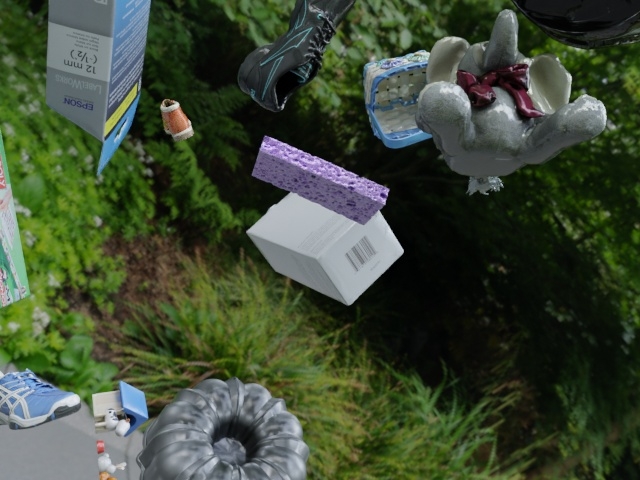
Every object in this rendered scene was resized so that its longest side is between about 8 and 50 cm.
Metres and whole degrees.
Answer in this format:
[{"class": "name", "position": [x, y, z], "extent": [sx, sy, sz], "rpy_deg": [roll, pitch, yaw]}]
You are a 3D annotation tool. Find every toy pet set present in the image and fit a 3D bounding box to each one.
[{"class": "toy pet set", "position": [-0.245, 0.244, 0.870], "extent": [0.114, 0.065, 0.122], "rpy_deg": [-116, -152, -46]}]

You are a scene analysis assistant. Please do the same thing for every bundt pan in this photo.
[{"class": "bundt pan", "position": [-0.166, 0.390, 1.302], "extent": [0.331, 0.124, 0.331], "rpy_deg": [15, 40, -13]}]

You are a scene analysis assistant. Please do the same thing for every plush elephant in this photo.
[{"class": "plush elephant", "position": [0.291, -0.245, 1.154], "extent": [0.330, 0.272, 0.255], "rpy_deg": [77, 17, -74]}]

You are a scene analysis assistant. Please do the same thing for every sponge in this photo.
[{"class": "sponge", "position": [-0.004, -0.092, 1.111], "extent": [0.210, 0.031, 0.117], "rpy_deg": [23, -18, -7]}]

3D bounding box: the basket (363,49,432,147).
[{"class": "basket", "position": [0.228, -0.337, 1.715], "extent": [0.201, 0.255, 0.289], "rpy_deg": [85, -16, -46]}]

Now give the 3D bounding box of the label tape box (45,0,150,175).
[{"class": "label tape box", "position": [-0.388, -0.328, 1.232], "extent": [0.115, 0.347, 0.249], "rpy_deg": [15, 32, -6]}]

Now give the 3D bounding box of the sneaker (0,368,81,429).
[{"class": "sneaker", "position": [-0.457, 0.242, 1.079], "extent": [0.080, 0.211, 0.081], "rpy_deg": [-3, 87, -63]}]

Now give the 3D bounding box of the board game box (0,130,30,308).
[{"class": "board game box", "position": [-0.530, -0.044, 1.031], "extent": [0.213, 0.046, 0.317], "rpy_deg": [-51, 135, -79]}]

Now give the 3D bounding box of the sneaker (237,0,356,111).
[{"class": "sneaker", "position": [-0.021, -0.330, 1.191], "extent": [0.101, 0.267, 0.106], "rpy_deg": [26, 21, -53]}]

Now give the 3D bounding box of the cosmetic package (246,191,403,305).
[{"class": "cosmetic package", "position": [0.000, 0.000, 1.690], "extent": [0.155, 0.197, 0.365], "rpy_deg": [55, -17, -26]}]

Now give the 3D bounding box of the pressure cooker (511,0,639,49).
[{"class": "pressure cooker", "position": [0.557, -0.539, 1.215], "extent": [0.420, 0.375, 0.370], "rpy_deg": [-21, 99, -42]}]

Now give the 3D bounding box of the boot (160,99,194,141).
[{"class": "boot", "position": [-0.324, -0.276, 1.545], "extent": [0.158, 0.059, 0.084], "rpy_deg": [39, -25, 62]}]
